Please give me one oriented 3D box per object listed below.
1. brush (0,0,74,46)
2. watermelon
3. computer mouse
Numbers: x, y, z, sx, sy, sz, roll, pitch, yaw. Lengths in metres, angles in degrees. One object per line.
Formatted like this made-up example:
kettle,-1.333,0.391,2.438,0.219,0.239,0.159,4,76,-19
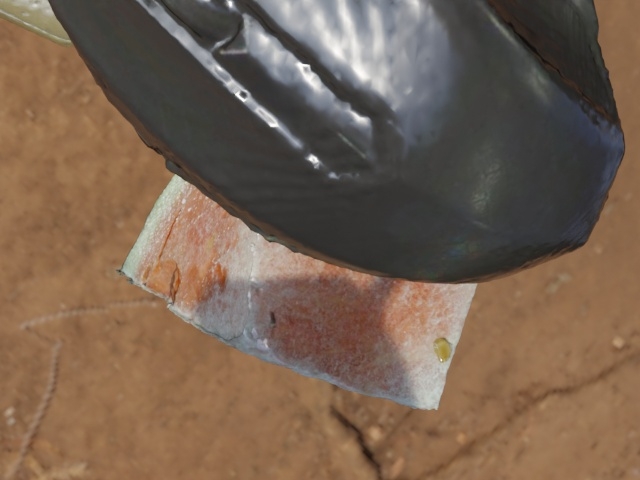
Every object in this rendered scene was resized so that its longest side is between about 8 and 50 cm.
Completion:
brush,-0.097,-0.106,0.716,0.036,0.248,0.043,-48,162,-83
watermelon,0.000,0.000,0.933,0.213,0.201,0.261,24,119,-16
computer mouse,0.003,-0.042,0.336,0.099,0.172,0.057,-46,-163,31
